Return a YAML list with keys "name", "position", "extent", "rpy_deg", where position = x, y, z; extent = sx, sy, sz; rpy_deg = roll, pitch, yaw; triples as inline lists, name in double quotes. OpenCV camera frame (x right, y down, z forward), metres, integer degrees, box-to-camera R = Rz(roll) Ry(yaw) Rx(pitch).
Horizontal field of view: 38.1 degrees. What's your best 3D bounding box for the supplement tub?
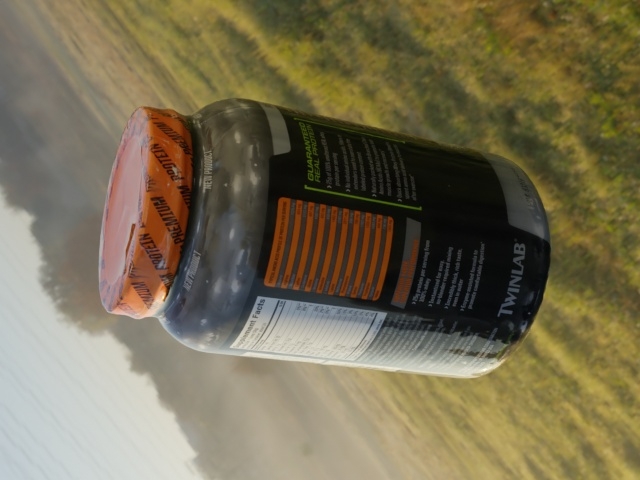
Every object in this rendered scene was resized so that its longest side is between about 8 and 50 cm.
- name: "supplement tub"
  position: [0.000, 0.000, 0.436]
  extent: [0.190, 0.117, 0.117]
  rpy_deg: [10, -170, -23]
